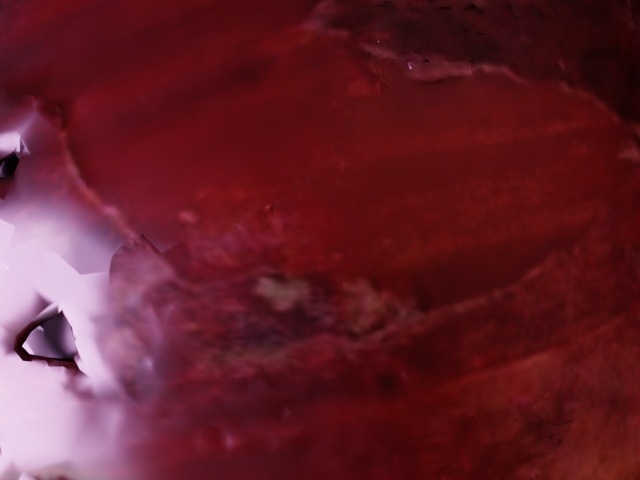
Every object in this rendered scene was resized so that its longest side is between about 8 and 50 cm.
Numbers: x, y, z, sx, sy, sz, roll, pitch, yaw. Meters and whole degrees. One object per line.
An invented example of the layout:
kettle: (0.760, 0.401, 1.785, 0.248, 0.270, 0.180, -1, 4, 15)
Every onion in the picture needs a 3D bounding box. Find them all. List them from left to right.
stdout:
onion: (0.000, 0.000, 0.462, 0.276, 0.276, 0.276, 50, 178, 2)
